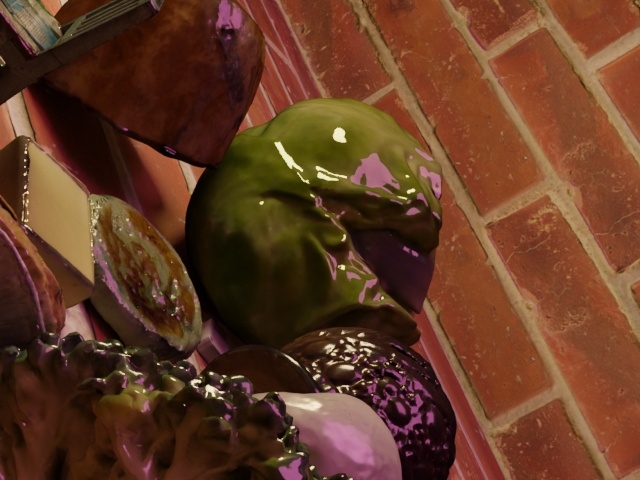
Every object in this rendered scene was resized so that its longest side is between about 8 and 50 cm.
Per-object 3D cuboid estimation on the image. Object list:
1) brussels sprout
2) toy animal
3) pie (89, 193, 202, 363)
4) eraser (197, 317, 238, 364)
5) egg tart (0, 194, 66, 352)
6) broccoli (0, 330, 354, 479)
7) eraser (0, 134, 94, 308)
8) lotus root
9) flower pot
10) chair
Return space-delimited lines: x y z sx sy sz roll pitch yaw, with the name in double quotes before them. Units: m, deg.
"brussels sprout" -0.019 -0.002 1.622 0.361 0.342 0.425 18 56 -8
"toy animal" -0.047 0.250 1.036 0.272 0.265 0.206 59 14 -10
"pie" -0.220 0.045 1.329 0.240 0.054 0.240 53 15 -21
"eraser" -0.128 0.159 1.495 0.105 0.026 0.065 54 16 -23
"egg tart" -0.298 0.015 0.832 0.094 0.234 0.234 -45 109 -33
"broccoli" -0.137 0.224 0.766 0.348 0.293 0.281 35 61 -20
"eraser" -0.293 -0.019 1.166 0.117 0.058 0.172 49 16 -39
"lotus root" -0.195 -0.248 1.516 0.316 0.250 0.316 36 4 -3
"flower pot" -0.011 0.228 1.299 0.267 0.266 0.266 14 46 -57
"chair" -0.308 -0.236 1.124 0.147 0.270 0.136 56 13 -21
